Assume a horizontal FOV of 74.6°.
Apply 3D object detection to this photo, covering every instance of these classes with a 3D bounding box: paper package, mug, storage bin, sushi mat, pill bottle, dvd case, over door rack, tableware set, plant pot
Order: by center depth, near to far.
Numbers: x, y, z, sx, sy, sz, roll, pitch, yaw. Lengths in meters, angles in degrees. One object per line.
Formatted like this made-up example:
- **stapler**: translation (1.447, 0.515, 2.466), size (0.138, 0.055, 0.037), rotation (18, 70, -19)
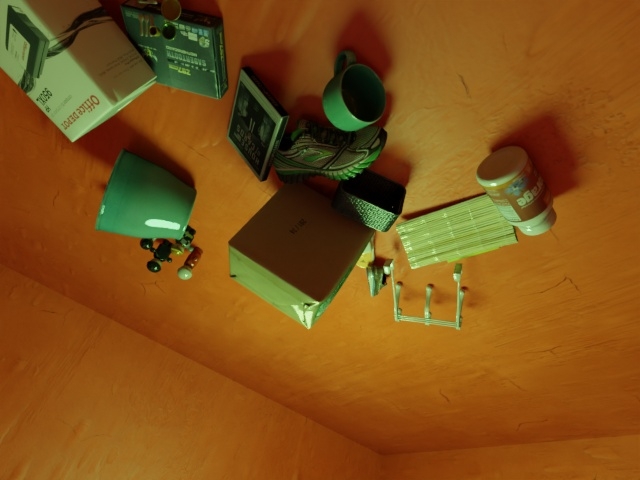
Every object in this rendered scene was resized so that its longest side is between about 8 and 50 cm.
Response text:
- **tableware set**: translation (-0.355, -0.521, 0.915), size (0.103, 0.024, 0.154), rotation (9, 105, 8)
- **mug**: translation (0.072, -0.328, 0.953), size (0.129, 0.158, 0.097), rotation (20, 165, -29)
- **pill bottle**: translation (0.481, -0.113, 1.017), size (0.121, 0.121, 0.216), rotation (-22, 126, 41)
- **dvd case**: translation (-0.170, -0.293, 1.093), size (0.179, 0.029, 0.239), rotation (52, 144, 16)
- **storage bin**: translation (0.134, -0.118, 1.164), size (0.180, 0.122, 0.084), rotation (23, 142, -4)
- **sushi mat**: translation (0.377, -0.023, 1.188), size (0.316, 0.019, 0.152), rotation (-19, 97, 35)
- **paper package**: translation (-0.054, 0.024, 1.200), size (0.309, 0.325, 0.168), rotation (31, 144, 12)
- **plant pot**: translation (-0.553, -0.126, 1.372), size (0.255, 0.272, 0.271), rotation (18, 145, -23)
- **over door rack**: translation (0.359, 0.169, 1.418), size (0.239, 0.108, 0.324), rotation (3, 137, 22)

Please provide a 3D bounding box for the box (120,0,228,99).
- **box**: translation (-0.345, -0.461, 1.019), size (0.232, 0.059, 0.184), rotation (17, 142, 6)

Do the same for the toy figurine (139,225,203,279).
- **toy figurine**: translation (-0.589, 0.039, 1.652), size (0.212, 0.148, 0.210), rotation (15, 142, 8)

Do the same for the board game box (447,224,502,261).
- **board game box**: translation (0.435, 0.000, 1.235), size (0.181, 0.043, 0.092), rotation (-23, 125, 41)

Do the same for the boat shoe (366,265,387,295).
- **boat shoe**: translation (0.203, 0.148, 1.494), size (0.066, 0.066, 0.183), rotation (-10, 150, 5)

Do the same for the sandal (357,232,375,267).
- **sandal**: translation (0.130, 0.024, 1.372), size (0.101, 0.076, 0.265), rotation (3, 139, 20)

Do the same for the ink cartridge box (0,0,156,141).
- **ink cartridge box**: translation (-0.634, -0.472, 0.999), size (0.285, 0.166, 0.395), rotation (-11, 126, 42)

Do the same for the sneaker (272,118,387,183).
- **sneaker**: translation (0.004, -0.238, 1.071), size (0.343, 0.134, 0.146), rotation (-4, 135, 29)
